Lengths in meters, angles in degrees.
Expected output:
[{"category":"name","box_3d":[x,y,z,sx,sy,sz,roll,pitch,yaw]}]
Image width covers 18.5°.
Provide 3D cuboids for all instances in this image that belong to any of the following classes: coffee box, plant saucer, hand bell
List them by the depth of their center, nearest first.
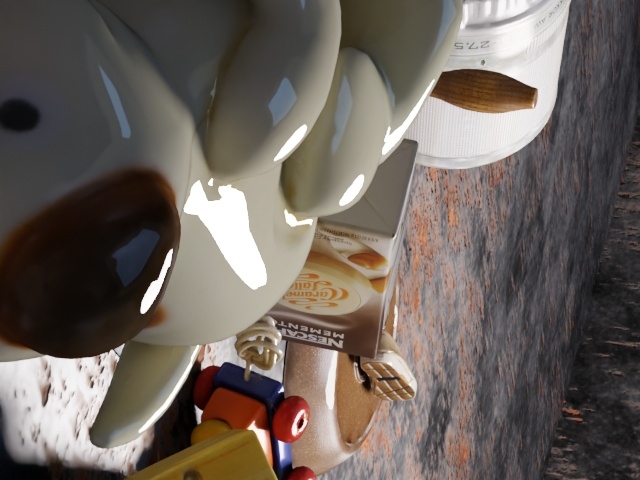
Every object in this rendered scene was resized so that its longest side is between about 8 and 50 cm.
[{"category":"coffee box","box_3d":[0.000,0.000,1.700,0.246,0.141,0.098,92,10,-63]},{"category":"hand bell","box_3d":[0.079,-0.148,1.799,0.126,0.242,0.126,8,90,-73]},{"category":"plant saucer","box_3d":[0.031,0.107,2.117,0.310,0.050,0.310,8,90,-73]}]

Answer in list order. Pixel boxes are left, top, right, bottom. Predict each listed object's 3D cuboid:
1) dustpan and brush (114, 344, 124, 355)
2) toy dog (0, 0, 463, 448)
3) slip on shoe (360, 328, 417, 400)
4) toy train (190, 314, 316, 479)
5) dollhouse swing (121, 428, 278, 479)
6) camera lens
[{"category":"dustpan and brush","box_3d":[-0.109,-0.009,1.551,0.147,0.060,0.211,63,38,-63]},{"category":"toy dog","box_3d":[-0.146,-0.059,1.121,0.395,0.284,0.408,-66,166,14]},{"category":"slip on shoe","box_3d":[0.072,0.135,2.107,0.135,0.051,0.041,53,36,-59]},{"category":"toy train","box_3d":[-0.087,0.168,1.675,0.143,0.105,0.248,-48,145,-40]},{"category":"dollhouse swing","box_3d":[-0.116,0.348,1.439,0.315,0.305,0.347,-23,90,-34]},{"category":"camera lens","box_3d":[0.133,-0.221,1.938,0.274,0.219,0.219,89,16,-56]}]
